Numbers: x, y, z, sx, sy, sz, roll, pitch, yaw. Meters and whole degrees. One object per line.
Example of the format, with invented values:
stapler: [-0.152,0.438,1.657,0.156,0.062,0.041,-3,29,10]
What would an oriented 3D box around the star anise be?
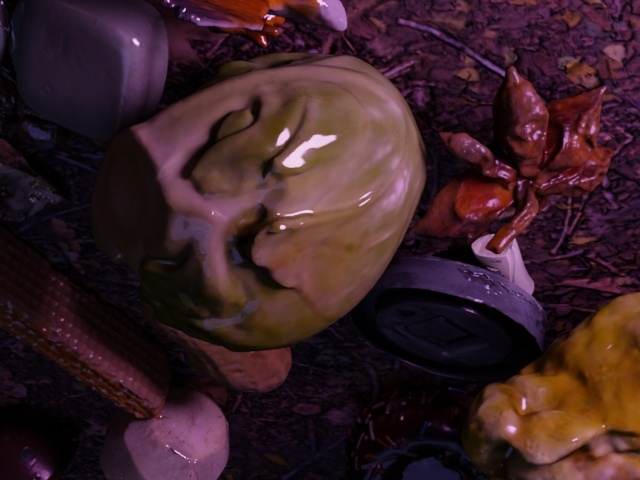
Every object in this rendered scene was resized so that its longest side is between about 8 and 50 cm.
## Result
star anise: [0.193,-0.069,1.663,0.196,0.111,0.212,-5,133,-55]

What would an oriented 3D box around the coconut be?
coconut: [-0.204,0.270,2.245,0.161,0.161,0.162,22,138,-18]

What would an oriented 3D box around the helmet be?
helmet: [-0.422,0.303,2.387,0.106,0.155,0.175,44,148,-10]

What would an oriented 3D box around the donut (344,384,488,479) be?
donut: [0.136,0.295,2.171,0.235,0.089,0.235,4,114,9]

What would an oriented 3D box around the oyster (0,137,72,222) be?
oyster: [-0.342,-0.080,1.870,0.106,0.061,0.200,-15,145,5]

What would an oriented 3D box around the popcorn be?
popcorn: [0.329,0.190,1.884,0.292,0.334,0.293,51,175,-20]

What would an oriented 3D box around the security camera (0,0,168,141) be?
security camera: [-0.287,-0.198,1.640,0.301,0.080,0.157,20,129,8]

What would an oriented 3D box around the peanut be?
peanut: [-0.123,0.106,2.034,0.108,0.095,0.226,-21,135,33]

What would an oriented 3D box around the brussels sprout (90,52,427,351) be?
brussels sprout: [-0.052,-0.038,1.649,0.247,0.328,0.328,41,167,38]

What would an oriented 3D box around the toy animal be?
toy animal: [-0.131,-0.249,1.485,0.284,0.225,0.302,18,163,23]

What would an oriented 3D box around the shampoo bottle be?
shampoo bottle: [0.208,0.040,1.906,0.049,0.034,0.141,-10,143,19]

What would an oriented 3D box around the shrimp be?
shrimp: [-0.347,-0.153,1.724,0.233,0.079,0.090,22,129,-8]

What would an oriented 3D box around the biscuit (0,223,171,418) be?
biscuit: [-0.311,0.092,2.066,0.054,0.094,0.379,-17,139,35]

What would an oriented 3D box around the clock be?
clock: [0.142,0.088,1.951,0.226,0.049,0.226,14,153,7]
